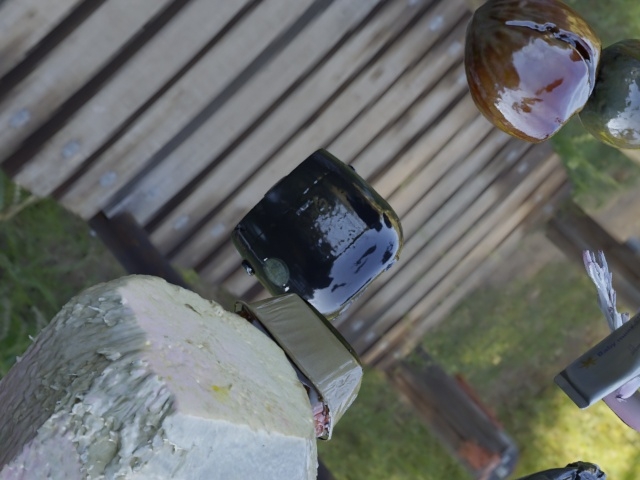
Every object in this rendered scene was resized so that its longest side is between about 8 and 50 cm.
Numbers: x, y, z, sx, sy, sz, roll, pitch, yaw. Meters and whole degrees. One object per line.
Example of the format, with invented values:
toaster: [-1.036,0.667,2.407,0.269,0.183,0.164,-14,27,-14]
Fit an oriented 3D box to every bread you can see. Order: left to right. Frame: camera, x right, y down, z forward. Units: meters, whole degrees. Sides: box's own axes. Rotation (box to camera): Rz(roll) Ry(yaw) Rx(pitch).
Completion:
bread: [-0.067,0.181,1.753,0.212,0.224,0.142,-28,150,-29]

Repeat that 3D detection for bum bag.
bum bag: [0.379,0.448,2.266,0.326,0.080,0.142,-11,169,-31]

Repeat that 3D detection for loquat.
loquat: [0.502,-0.233,2.080,0.227,0.179,0.179,-26,150,-52]

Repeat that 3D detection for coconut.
coconut: [-0.184,0.218,1.207,0.309,0.297,0.297,-51,152,19]

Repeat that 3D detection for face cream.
face cream: [0.404,0.131,1.641,0.224,0.070,0.114,-32,-164,0]

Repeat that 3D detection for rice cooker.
rice cooker: [0.000,0.000,2.078,0.267,0.224,0.267,-45,178,-2]

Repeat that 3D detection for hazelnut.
hazelnut: [0.299,-0.257,1.842,0.181,0.181,0.212,73,35,-53]

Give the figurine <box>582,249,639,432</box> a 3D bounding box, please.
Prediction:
figurine: [0.528,0.160,2.101,0.206,0.284,0.316,-4,160,-1]
